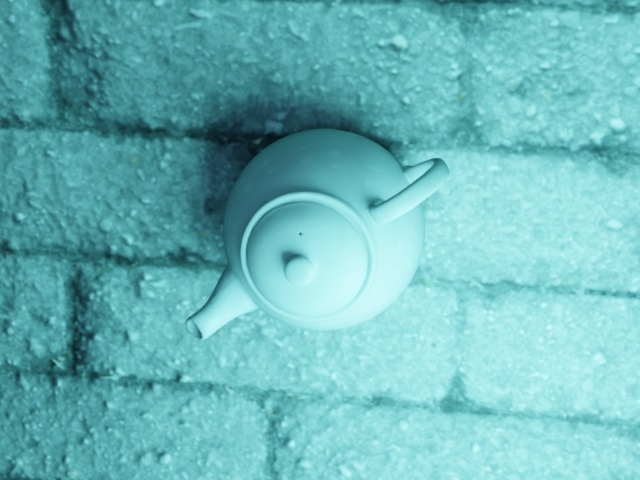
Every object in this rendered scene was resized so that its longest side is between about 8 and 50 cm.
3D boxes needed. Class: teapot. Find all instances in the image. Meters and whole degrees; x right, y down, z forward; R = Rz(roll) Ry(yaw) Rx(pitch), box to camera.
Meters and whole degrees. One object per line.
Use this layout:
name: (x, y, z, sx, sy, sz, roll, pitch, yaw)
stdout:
teapot: (0.000, 0.000, 1.474, 0.252, 0.187, 0.256, 13, 110, 6)
